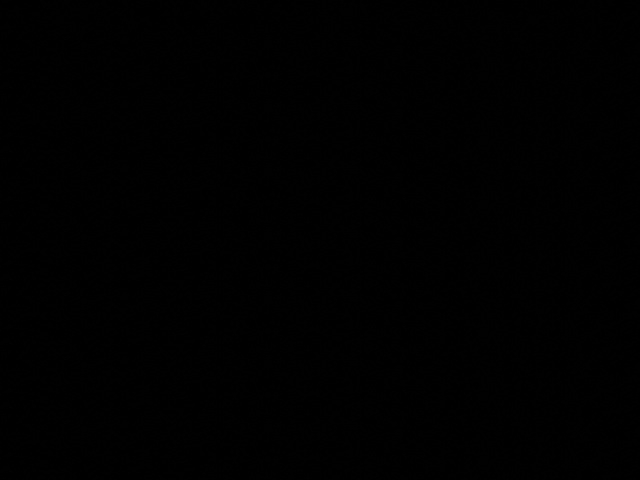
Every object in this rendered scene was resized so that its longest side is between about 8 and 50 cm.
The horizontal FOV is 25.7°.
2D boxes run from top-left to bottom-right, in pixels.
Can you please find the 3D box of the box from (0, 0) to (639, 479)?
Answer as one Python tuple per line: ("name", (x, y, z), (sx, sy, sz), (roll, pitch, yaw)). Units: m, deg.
("box", (-0.050, 0.008, 0.209), (0.352, 0.177, 0.344), (9, 11, 30))
